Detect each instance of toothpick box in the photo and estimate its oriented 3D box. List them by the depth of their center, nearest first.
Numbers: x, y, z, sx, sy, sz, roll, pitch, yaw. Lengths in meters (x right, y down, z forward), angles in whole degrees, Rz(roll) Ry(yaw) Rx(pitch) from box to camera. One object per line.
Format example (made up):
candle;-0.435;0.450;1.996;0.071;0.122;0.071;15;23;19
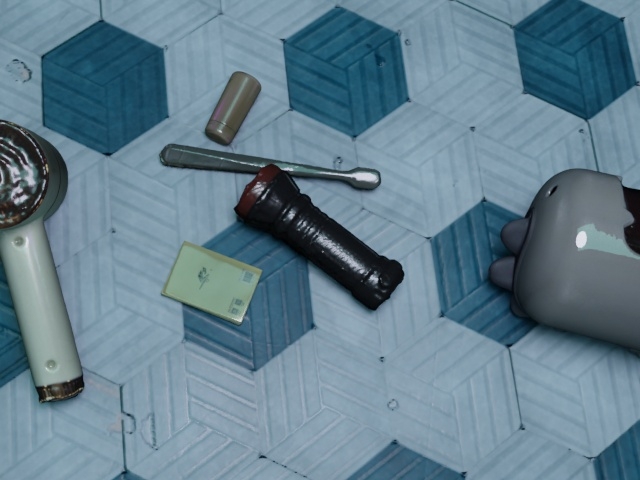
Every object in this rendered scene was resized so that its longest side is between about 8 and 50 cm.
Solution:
toothpick box;0.375;0.036;1.159;0.317;0.229;0.229;14;73;1

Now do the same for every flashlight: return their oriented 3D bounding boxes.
flashlight;0.000;0.000;1.198;0.232;0.093;0.093;39;75;1

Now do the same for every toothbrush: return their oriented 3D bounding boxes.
toothbrush;-0.067;-0.097;1.245;0.297;0.030;0.030;7;83;-1

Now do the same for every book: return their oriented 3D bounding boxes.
book;-0.140;0.054;1.202;0.111;0.014;0.077;21;72;1

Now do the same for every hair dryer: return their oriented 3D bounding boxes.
hair dryer;-0.348;0.039;1.122;0.128;0.203;0.361;-14;94;-9

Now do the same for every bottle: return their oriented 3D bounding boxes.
bottle;-0.119;-0.178;1.255;0.045;0.045;0.096;26;75;3
